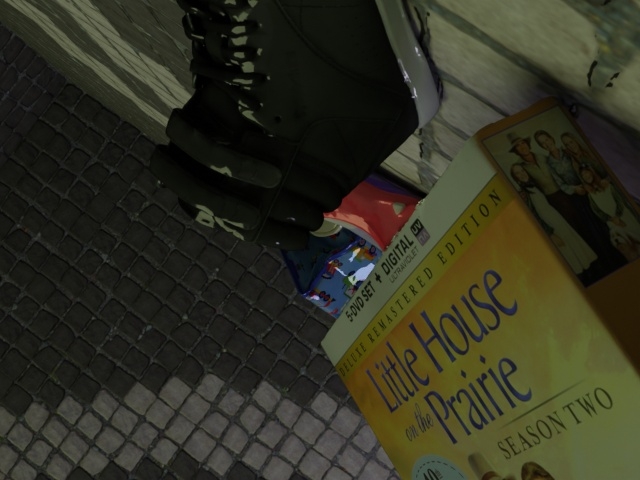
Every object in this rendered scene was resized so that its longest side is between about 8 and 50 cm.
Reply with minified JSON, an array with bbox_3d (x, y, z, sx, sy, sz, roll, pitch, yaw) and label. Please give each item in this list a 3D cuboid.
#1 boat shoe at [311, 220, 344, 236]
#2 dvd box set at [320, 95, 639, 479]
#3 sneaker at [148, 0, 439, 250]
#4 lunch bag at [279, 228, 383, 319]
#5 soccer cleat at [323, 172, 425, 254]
[{"bbox_3d":[-0.001,-0.053,1.329,0.065,0.075,0.206,-10,-168,-25],"label":"boat shoe"},{"bbox_3d":[0.162,0.173,0.498,0.420,0.062,0.308,58,155,14],"label":"dvd box set"},{"bbox_3d":[-0.039,-0.085,0.447,0.104,0.147,0.296,36,175,31],"label":"sneaker"},{"bbox_3d":[0.000,0.000,1.543,0.221,0.138,0.293,38,-172,-48],"label":"lunch bag"},{"bbox_3d":[0.070,-0.024,0.898,0.248,0.083,0.095,30,-156,14],"label":"soccer cleat"}]
